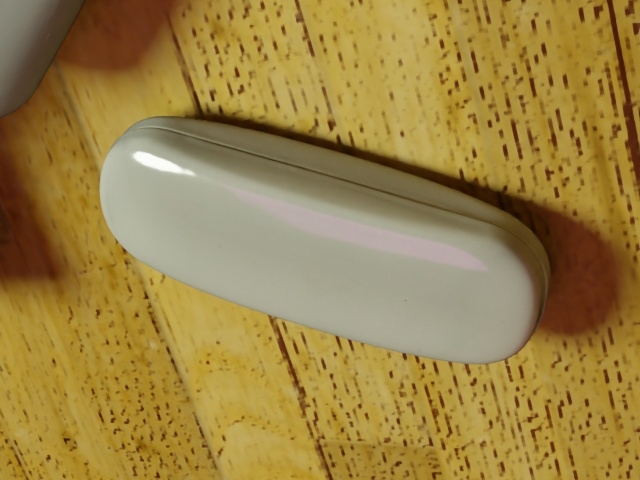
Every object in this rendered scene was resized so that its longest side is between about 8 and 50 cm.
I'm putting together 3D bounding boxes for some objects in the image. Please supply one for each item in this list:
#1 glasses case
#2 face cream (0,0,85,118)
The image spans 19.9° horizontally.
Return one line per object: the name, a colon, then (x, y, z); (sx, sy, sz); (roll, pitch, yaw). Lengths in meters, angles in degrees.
glasses case: (0.000, 0.000, 0.772); (0.197, 0.049, 0.076); (16, 134, 12)
face cream: (-0.121, -0.184, 0.643); (0.163, 0.080, 0.336); (35, 135, -4)
